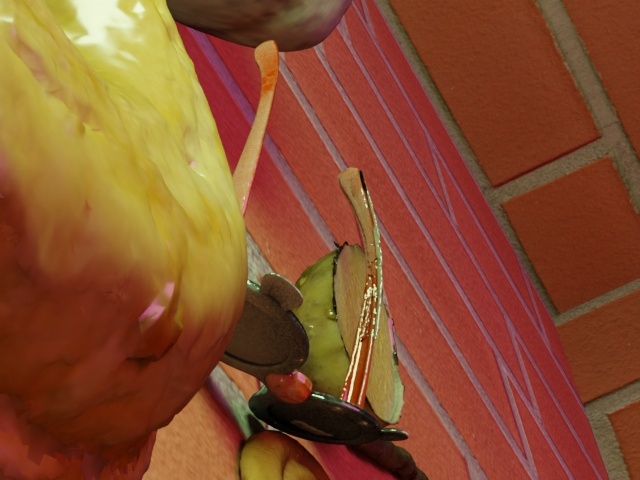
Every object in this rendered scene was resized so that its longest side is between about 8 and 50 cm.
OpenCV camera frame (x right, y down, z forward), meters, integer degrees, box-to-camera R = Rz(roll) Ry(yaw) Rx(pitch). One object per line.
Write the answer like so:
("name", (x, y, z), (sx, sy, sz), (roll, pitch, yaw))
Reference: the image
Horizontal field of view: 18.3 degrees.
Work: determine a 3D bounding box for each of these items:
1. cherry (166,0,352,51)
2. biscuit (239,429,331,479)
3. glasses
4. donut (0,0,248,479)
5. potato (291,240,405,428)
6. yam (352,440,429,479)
("cherry", (-0.074, -0.345, 1.682), (0.326, 0.291, 0.335), (81, 6, -57))
("biscuit", (0.001, 0.213, 1.446), (0.224, 0.033, 0.144), (59, 12, -36))
("glasses", (0.000, 0.000, 1.464), (0.234, 0.118, 0.268), (52, 43, -45))
("donut", (-0.186, -0.092, 0.746), (0.449, 0.198, 0.449), (61, 10, -18))
("potato", (0.007, 0.083, 1.668), (0.200, 0.081, 0.164), (-63, 135, -74))
("yam", (0.064, 0.200, 1.835), (0.234, 0.029, 0.027), (45, 49, -66))
